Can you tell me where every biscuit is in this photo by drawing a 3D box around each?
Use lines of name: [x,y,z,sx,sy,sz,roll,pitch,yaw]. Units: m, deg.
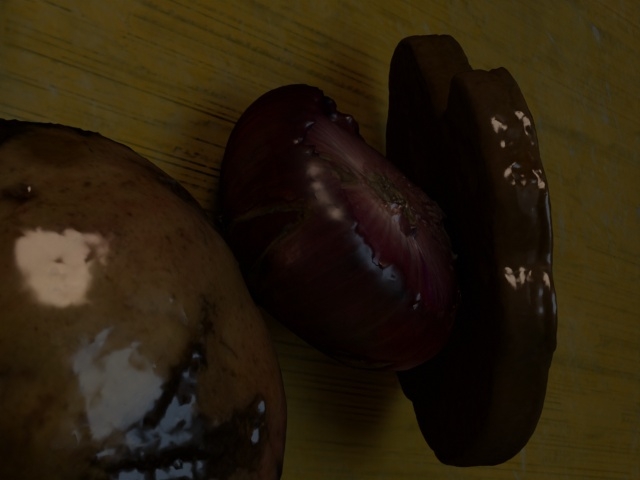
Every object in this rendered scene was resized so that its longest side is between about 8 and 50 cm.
biscuit: [0.121,0.001,1.631,0.359,0.074,0.381,135,-48,-69]

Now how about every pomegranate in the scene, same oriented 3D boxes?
pomegranate: [-0.171,0.090,1.077,0.322,0.322,0.322,5,84,-60]

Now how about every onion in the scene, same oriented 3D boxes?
onion: [0.010,-0.005,1.508,0.248,0.161,0.248,31,42,-33]
